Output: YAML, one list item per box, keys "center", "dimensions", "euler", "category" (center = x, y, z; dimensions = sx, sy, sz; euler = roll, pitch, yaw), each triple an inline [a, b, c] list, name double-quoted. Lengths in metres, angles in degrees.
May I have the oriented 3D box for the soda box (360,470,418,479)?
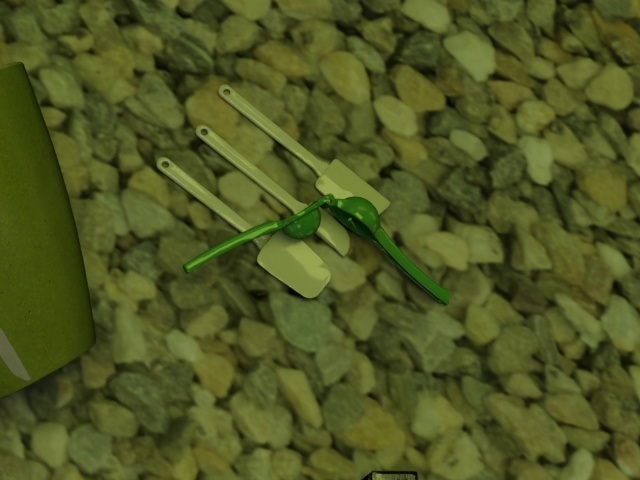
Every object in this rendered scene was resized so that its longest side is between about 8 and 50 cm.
- center: [0.077, 0.334, 1.738]
  dimensions: [0.053, 0.060, 0.169]
  euler: [2, 72, -11]
  category: "soda box"

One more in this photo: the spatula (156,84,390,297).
- center: [-0.059, -0.060, 1.865]
  dimensions: [0.242, 0.019, 0.168]
  euler: [38, 69, 2]
  category: "spatula"

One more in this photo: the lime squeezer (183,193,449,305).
- center: [0.000, 0.000, 1.829]
  dimensions: [0.310, 0.059, 0.110]
  euler: [7, 98, -17]
  category: "lime squeezer"

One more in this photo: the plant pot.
- center: [-0.360, 0.010, 1.664]
  dimensions: [0.275, 0.275, 0.293]
  euler: [-29, 96, -20]
  category: "plant pot"
